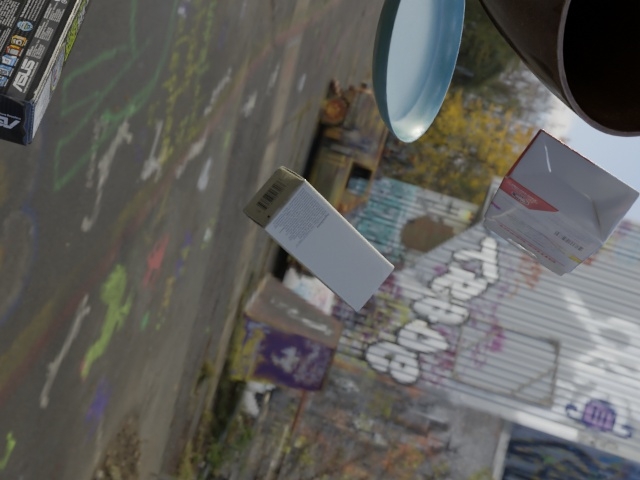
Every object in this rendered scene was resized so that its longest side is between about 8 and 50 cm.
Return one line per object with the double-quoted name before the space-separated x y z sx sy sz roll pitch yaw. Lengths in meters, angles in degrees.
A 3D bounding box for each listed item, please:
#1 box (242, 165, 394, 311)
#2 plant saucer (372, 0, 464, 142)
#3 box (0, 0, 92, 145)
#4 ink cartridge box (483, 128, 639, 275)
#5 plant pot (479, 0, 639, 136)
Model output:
"box" 0.000 0.000 1.564 0.113 0.275 0.094 -49 -143 -5
"plant saucer" 0.153 -0.315 1.416 0.317 0.044 0.317 -47 145 -47
"box" -0.357 -0.231 0.894 0.060 0.216 0.270 116 -15 -47
"ink cartridge box" 0.244 -0.032 0.943 0.067 0.115 0.198 -53 171 -9
"plant pot" 0.235 -0.235 0.807 0.230 0.215 0.215 49 -50 52
